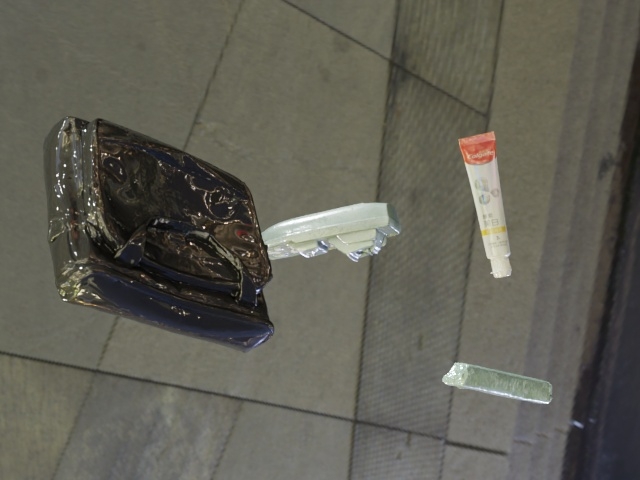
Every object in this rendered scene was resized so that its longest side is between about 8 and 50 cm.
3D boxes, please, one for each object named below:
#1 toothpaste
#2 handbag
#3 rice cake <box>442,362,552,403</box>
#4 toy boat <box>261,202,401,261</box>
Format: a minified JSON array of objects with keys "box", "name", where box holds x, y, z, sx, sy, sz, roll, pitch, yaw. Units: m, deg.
[{"box":[0.223,-0.046,1.169,0.031,0.048,0.190,-5,84,-73],"name":"toothpaste"},{"box":[-0.170,-0.007,0.973,0.088,0.244,0.275,-36,140,27],"name":"handbag"},{"box":[0.198,0.157,0.972,0.171,0.033,0.029,17,82,-42],"name":"rice cake"},{"box":[0.000,0.000,1.416,0.078,0.260,0.085,32,51,-60],"name":"toy boat"}]
